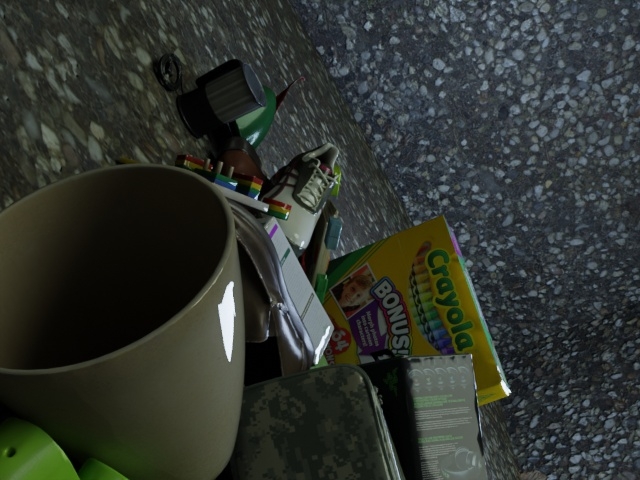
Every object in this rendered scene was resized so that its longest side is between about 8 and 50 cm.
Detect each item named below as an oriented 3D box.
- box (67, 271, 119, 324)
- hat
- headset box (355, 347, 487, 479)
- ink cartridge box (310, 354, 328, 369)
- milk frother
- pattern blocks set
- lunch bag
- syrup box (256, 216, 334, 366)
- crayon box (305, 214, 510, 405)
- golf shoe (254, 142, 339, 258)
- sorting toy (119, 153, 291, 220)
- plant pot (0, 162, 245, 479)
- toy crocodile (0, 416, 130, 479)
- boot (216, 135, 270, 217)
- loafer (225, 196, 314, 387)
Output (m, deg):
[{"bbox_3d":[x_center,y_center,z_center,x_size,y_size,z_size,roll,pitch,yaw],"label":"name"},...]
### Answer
[{"bbox_3d":[-0.223,0.066,1.024,0.231,0.056,0.183,57,17,-34],"label":"box"},{"bbox_3d":[-0.088,-0.258,1.680,0.173,0.183,0.209,84,-14,-61],"label":"hat"},{"bbox_3d":[0.119,0.304,1.328,0.131,0.246,0.283,2,77,-30],"label":"headset box"},{"bbox_3d":[0.010,0.307,1.480,0.209,0.062,0.109,66,15,0],"label":"ink cartridge box"},{"bbox_3d":[-0.188,-0.270,1.518,0.143,0.134,0.129,38,31,-62],"label":"milk frother"},{"bbox_3d":[0.000,0.000,1.635,0.325,0.026,0.285,-95,-163,-62],"label":"pattern blocks set"},{"bbox_3d":[0.008,0.334,1.175,0.256,0.212,0.305,77,-2,-65],"label":"lunch bag"},{"bbox_3d":[-0.076,0.084,1.372,0.237,0.093,0.096,63,35,-29],"label":"syrup box"},{"bbox_3d":[0.157,0.173,1.713,0.106,0.313,0.363,45,26,-56],"label":"crayon box"},{"bbox_3d":[-0.034,-0.078,1.471,0.105,0.120,0.273,38,28,-18],"label":"golf shoe"},{"bbox_3d":[-0.164,-0.092,1.294,0.274,0.132,0.046,20,87,-53],"label":"sorting toy"},{"bbox_3d":[-0.174,0.112,0.828,0.256,0.256,0.274,-97,175,-49],"label":"plant pot"},{"bbox_3d":[-0.180,0.279,0.777,0.115,0.105,0.340,-55,134,-23],"label":"toy crocodile"},{"bbox_3d":[-0.099,-0.014,1.530,0.280,0.096,0.264,-91,157,-51],"label":"boot"},{"bbox_3d":[-0.111,0.092,1.232,0.366,0.133,0.130,59,26,-29],"label":"loafer"}]
